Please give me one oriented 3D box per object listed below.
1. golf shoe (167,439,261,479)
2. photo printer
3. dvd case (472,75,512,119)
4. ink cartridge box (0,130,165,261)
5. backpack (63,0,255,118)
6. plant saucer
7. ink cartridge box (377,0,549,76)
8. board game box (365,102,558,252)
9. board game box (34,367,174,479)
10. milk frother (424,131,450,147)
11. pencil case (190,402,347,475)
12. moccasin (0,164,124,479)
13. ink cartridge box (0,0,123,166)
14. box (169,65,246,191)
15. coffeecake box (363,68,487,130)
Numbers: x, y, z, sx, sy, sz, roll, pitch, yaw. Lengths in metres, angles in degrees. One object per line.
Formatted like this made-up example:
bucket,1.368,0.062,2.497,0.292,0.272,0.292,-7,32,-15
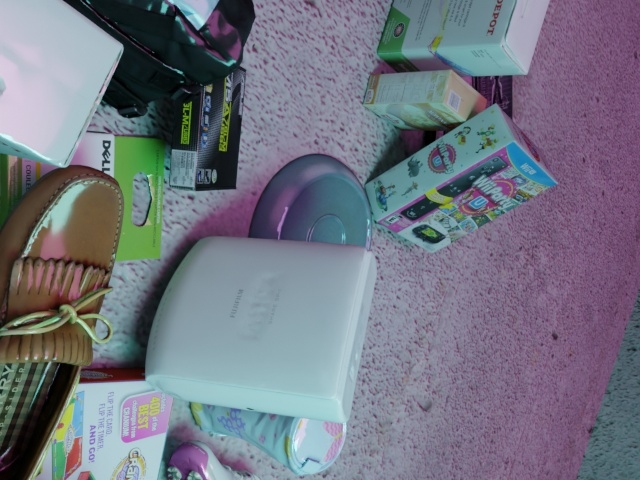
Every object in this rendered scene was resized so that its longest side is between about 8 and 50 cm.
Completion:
golf shoe,-0.162,0.425,1.093,0.140,0.115,0.306,-48,136,-43
photo printer,-0.090,0.116,0.931,0.107,0.307,0.256,70,29,-53
dvd case,0.423,-0.370,1.593,0.164,0.018,0.221,-22,115,-41
ink cartridge box,-0.292,-0.049,0.844,0.255,0.097,0.188,-5,102,-45
backpack,-0.271,-0.329,0.700,0.355,0.290,0.273,24,72,-40
plant saucer,0.000,0.000,1.207,0.317,0.044,0.317,-13,109,-44
ink cartridge box,0.271,-0.422,1.228,0.117,0.278,0.201,25,80,-46
board game box,0.279,-0.110,1.294,0.224,0.303,0.097,24,42,-47
board game box,-0.359,0.296,0.872,0.316,0.064,0.242,11,90,-47
milk frother,0.313,-0.238,1.424,0.143,0.129,0.134,0,95,-40
pencil case,-0.087,0.267,1.008,0.124,0.273,0.113,-55,127,-27
moccasin,-0.302,0.104,0.696,0.139,0.147,0.380,27,87,-49
ink cartridge box,-0.361,-0.180,0.587,0.226,0.306,0.131,32,75,-46
box,-0.158,-0.167,0.935,0.184,0.045,0.190,-19,115,-77
coffeecake box,0.200,-0.266,1.255,0.142,0.185,0.068,20,83,-47
